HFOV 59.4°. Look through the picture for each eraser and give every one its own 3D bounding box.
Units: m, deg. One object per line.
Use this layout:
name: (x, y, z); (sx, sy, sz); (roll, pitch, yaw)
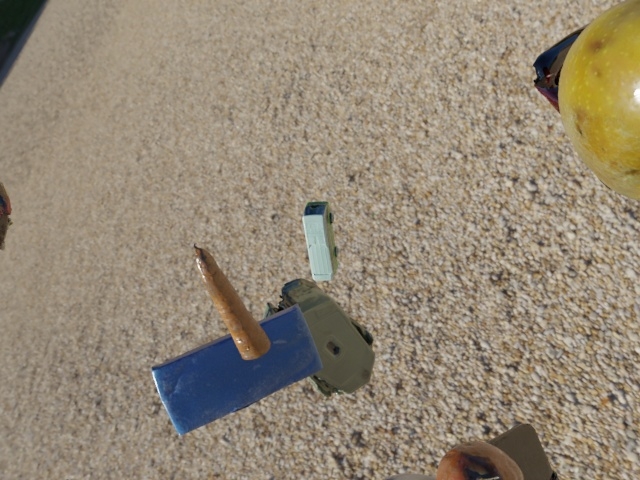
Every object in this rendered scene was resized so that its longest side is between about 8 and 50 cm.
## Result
eraser: (-0.158, 0.250, 1.098); (0.311, 0.144, 0.042); (-22, 8, -12)

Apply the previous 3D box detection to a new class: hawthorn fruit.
hawthorn fruit: (0.246, 0.394, 0.900); (0.149, 0.189, 0.149); (-19, 57, 32)

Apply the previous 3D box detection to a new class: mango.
mango: (0.329, -0.122, 0.563); (0.175, 0.329, 0.177); (2, 77, 18)

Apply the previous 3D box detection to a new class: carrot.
carrot: (-0.148, 0.099, 0.904); (0.057, 0.224, 0.057); (-18, 29, 11)

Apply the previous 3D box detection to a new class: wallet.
wallet: (0.428, 0.536, 1.106); (0.045, 0.172, 0.318); (-41, 67, 54)

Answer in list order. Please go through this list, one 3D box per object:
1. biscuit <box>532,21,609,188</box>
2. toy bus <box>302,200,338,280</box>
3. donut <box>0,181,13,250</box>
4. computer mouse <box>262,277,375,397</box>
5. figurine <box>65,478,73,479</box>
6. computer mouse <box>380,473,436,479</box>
biscuit: (0.397, -0.182, 0.784); (0.151, 0.235, 0.063); (-30, -8, -21)
toy bus: (0.000, 0.000, 0.618); (0.031, 0.083, 0.037); (-2, 28, 14)
donut: (-0.666, -0.037, 0.959); (0.270, 0.269, 0.103); (-65, 8, -10)
computer mouse: (-0.008, 0.283, 1.618); (0.228, 0.429, 0.145); (-50, 30, -14)
figurine: (-0.350, 0.403, 0.706); (0.176, 0.121, 0.122); (31, 101, 49)
computer mouse: (0.204, 0.575, 1.194); (0.184, 0.296, 0.121); (-62, 29, 25)
